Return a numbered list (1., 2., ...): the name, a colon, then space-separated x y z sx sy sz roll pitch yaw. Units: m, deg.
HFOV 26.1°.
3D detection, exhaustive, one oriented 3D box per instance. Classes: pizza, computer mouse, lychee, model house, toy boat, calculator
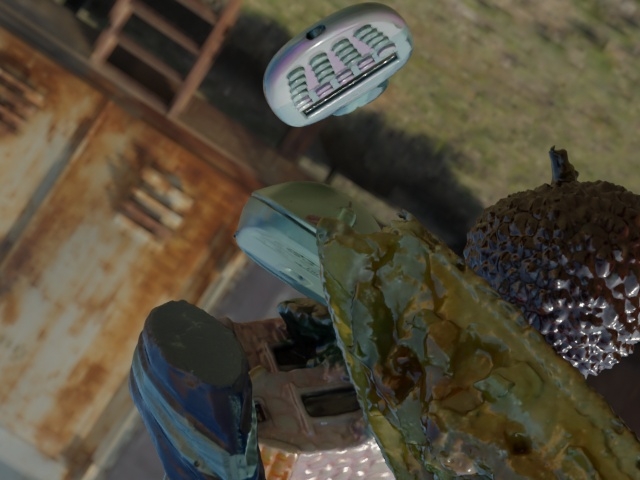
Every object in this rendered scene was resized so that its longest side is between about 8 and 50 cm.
1. pizza: 0.091 0.137 0.835 0.258 0.087 0.268 48 160 31
2. computer mouse: 0.003 -0.005 1.325 0.159 0.097 0.288 35 170 -4
3. lychee: 0.307 0.030 1.722 0.264 0.300 0.264 -1 -173 0
4. model house: -0.065 0.180 1.447 0.237 0.202 0.237 -6 -127 -25
5. toy boat: -0.091 0.198 0.941 0.067 0.291 0.220 -4 -153 -21
6. calculator: 0.022 -0.202 1.610 0.041 0.186 0.299 59 -174 11
